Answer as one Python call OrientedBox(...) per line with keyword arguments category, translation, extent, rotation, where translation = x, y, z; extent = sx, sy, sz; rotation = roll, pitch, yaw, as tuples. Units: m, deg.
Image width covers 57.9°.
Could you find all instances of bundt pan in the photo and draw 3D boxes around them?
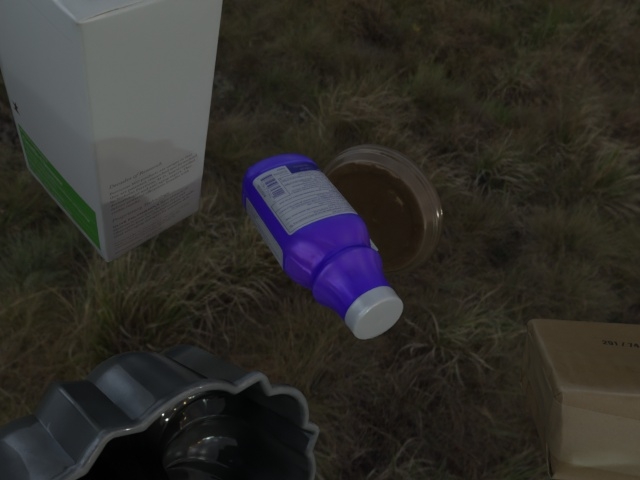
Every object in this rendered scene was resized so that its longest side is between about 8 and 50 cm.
OrientedBox(category="bundt pan", translation=(-0.157, 0.228, 0.479), extent=(0.124, 0.331, 0.330), rotation=(28, 50, 37))

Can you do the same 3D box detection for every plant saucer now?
OrientedBox(category="plant saucer", translation=(0.104, -0.050, 1.136), extent=(0.277, 0.278, 0.041), rotation=(28, 38, 19))

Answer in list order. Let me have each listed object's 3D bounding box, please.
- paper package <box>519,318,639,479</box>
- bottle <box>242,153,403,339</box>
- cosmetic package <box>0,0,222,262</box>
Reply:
OrientedBox(category="paper package", translation=(0.536, 0.271, 0.992), extent=(0.324, 0.168, 0.309), rotation=(2, 15, 11))
OrientedBox(category="bottle", translation=(0.000, 0.000, 0.731), extent=(0.118, 0.092, 0.283), rotation=(-18, 48, -23))
OrientedBox(category="cosmetic package", translation=(-0.237, -0.167, 0.642), extent=(0.155, 0.366, 0.197), rotation=(-35, 71, -31))
